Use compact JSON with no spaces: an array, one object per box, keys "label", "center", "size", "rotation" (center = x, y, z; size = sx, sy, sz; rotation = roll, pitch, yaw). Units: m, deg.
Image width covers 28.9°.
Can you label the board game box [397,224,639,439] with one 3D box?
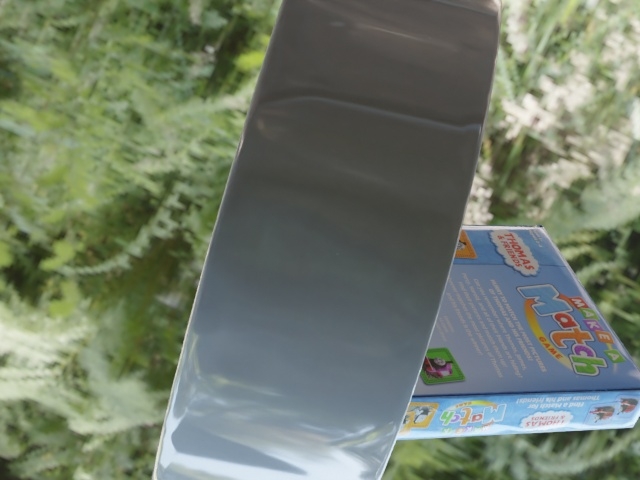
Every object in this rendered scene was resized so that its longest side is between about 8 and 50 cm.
[{"label":"board game box","center":[0.069,0.049,0.745],"size":[0.212,0.039,0.160],"rotation":[0,-142,-20]}]

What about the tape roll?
[{"label":"tape roll","center":[0.000,0.000,0.466],"size":[0.072,0.219,0.219],"rotation":[16,-173,-3]}]
